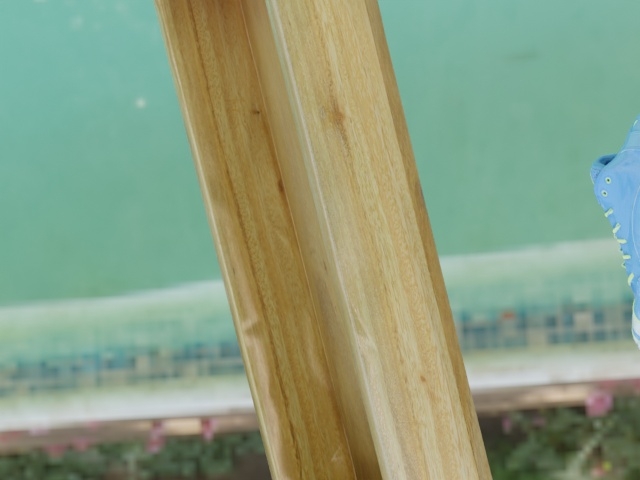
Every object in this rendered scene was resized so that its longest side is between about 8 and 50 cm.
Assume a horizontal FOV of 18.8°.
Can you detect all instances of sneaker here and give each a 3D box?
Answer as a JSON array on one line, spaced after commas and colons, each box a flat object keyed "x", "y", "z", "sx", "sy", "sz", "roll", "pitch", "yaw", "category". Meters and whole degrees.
[{"x": 0.302, "y": -0.016, "z": 1.766, "sx": 0.126, "sy": 0.240, "sz": 0.091, "roll": 30, "pitch": -146, "yaw": 25, "category": "sneaker"}]

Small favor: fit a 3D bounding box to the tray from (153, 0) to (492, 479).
[{"x": 0.000, "y": 0.000, "z": 1.226, "sx": 0.076, "sy": 0.411, "sz": 0.203, "roll": -16, "pitch": -175, "yaw": -23, "category": "tray"}]
